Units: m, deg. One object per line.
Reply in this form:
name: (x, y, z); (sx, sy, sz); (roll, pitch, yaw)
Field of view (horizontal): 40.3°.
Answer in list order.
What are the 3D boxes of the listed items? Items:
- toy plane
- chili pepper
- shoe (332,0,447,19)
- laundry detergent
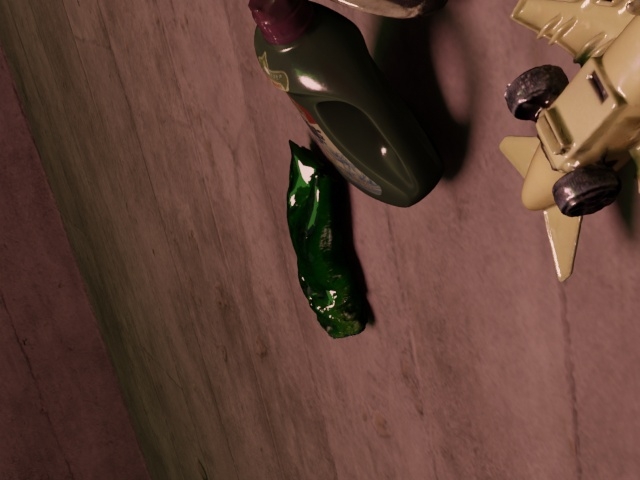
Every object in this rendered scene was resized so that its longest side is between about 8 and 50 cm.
toy plane: (0.168, -0.076, 0.488); (0.244, 0.092, 0.229); (109, 147, -61)
chili pepper: (-0.002, 0.001, 0.945); (0.098, 0.061, 0.224); (36, 144, 61)
shoe: (0.018, -0.257, 0.637); (0.227, 0.099, 0.112); (48, 138, 28)
laundry detergent: (0.016, -0.117, 0.668); (0.144, 0.078, 0.221); (44, 176, 36)
